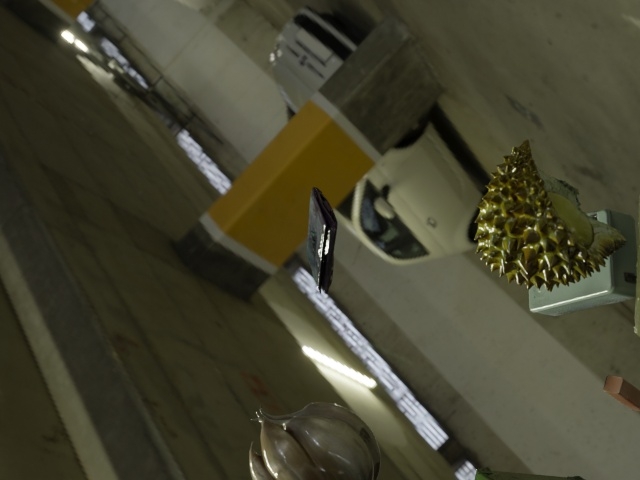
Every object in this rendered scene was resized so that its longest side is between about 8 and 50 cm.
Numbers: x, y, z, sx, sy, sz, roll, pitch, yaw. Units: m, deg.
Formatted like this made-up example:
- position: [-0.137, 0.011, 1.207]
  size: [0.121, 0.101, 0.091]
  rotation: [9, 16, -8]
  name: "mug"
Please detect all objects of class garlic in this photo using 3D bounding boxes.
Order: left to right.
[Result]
- position: [-0.005, 0.432, 1.465]
  size: [0.210, 0.237, 0.292]
  rotation: [35, -147, -82]
  name: "garlic"

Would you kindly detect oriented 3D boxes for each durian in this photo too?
- position: [0.344, -0.010, 1.145]
  size: [0.306, 0.167, 0.172]
  rotation: [22, 157, -33]
  name: "durian"

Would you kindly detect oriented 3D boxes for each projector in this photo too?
- position: [0.580, 0.053, 1.691]
  size: [0.099, 0.192, 0.256]
  rotation: [10, 161, -24]
  name: "projector"

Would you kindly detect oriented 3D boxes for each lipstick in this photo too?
- position: [0.751, 0.376, 1.871]
  size: [0.145, 0.045, 0.045]
  rotation: [33, 163, -35]
  name: "lipstick"

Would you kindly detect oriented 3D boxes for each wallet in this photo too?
- position: [0.001, 0.000, 1.357]
  size: [0.111, 0.030, 0.166]
  rotation: [-109, 19, -48]
  name: "wallet"

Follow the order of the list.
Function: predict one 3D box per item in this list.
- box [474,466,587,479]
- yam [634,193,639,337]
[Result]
- position: [0.495, 0.614, 1.689]
  size: [0.328, 0.178, 0.253]
  rotation: [6, 177, -9]
  name: "box"
- position: [0.656, 0.031, 1.386]
  size: [0.168, 0.167, 0.305]
  rotation: [-123, 27, -69]
  name: "yam"
